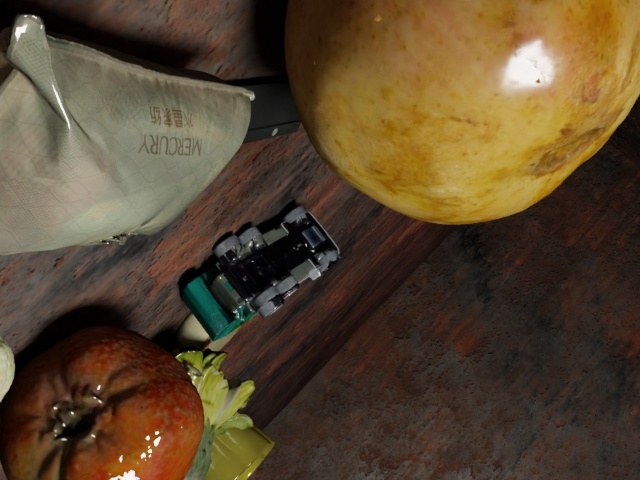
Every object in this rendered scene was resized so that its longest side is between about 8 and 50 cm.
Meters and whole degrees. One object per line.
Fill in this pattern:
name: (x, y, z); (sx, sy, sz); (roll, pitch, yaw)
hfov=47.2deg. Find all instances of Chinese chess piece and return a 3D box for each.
Chinese chess piece: (-0.167, 0.132, 1.130); (0.122, 0.051, 0.122); (-47, 167, -14)

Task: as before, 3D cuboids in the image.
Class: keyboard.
keyboard: (-0.075, -0.130, 0.739); (0.231, 0.023, 0.072); (-27, 148, -58)

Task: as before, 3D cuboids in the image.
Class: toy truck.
toy truck: (-0.085, 0.047, 1.032); (0.124, 0.114, 0.253); (-41, 174, 38)

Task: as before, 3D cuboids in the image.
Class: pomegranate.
pomegranate: (0.117, -0.189, 0.642); (0.338, 0.338, 0.338); (-45, 166, -14)

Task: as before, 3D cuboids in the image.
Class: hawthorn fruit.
hawthorn fruit: (-0.221, 0.206, 0.812); (0.210, 0.210, 0.262); (-47, 161, -5)

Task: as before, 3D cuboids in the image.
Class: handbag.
handbag: (-0.155, -0.056, 0.505); (0.182, 0.117, 0.270); (-43, 170, 18)

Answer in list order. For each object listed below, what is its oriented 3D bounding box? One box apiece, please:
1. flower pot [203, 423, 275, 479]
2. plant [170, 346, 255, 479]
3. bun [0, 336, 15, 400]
flower pot: (-0.223, 0.435, 1.534); (0.195, 0.179, 0.195); (-46, 168, -13)
plant: (-0.212, 0.273, 1.017); (0.305, 0.297, 0.261); (-3, 118, -25)
bun: (-0.308, 0.123, 0.615); (0.115, 0.069, 0.115); (-46, 166, -15)
